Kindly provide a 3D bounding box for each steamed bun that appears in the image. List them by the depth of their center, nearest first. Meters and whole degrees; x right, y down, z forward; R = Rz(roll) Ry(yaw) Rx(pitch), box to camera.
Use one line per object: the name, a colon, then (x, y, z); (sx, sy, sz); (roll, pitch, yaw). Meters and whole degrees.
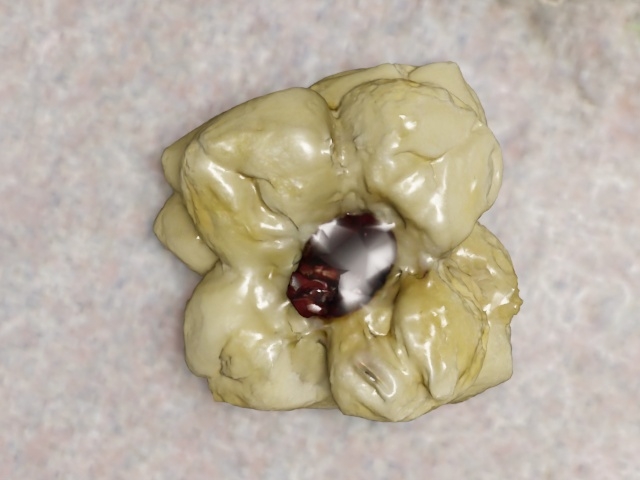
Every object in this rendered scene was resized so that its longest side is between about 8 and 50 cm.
steamed bun: (0.000, 0.000, 0.902); (0.192, 0.106, 0.178); (-1, 90, 15)
